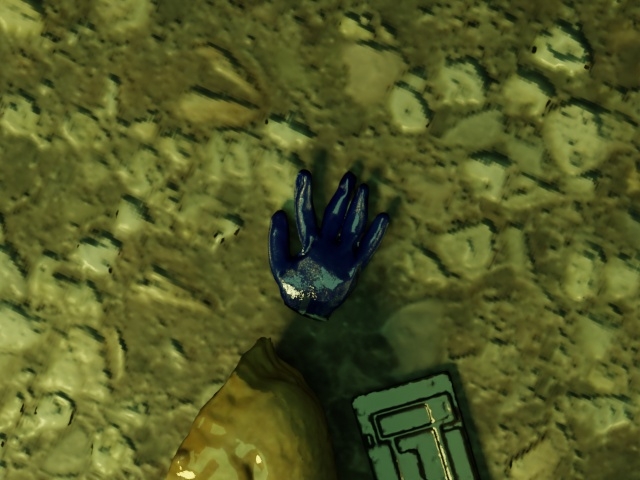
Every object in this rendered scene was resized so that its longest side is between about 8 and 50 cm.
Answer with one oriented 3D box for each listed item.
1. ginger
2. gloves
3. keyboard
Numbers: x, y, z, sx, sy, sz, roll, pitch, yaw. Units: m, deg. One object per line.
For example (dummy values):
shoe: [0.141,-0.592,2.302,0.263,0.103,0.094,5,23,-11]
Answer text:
ginger: [-0.041,0.229,0.810,0.190,0.126,0.353,0,96,10]
gloves: [0.000,0.000,0.836,0.064,0.026,0.086,26,97,4]
keyboard: [0.075,0.181,0.852,0.061,0.013,0.204,-17,93,5]
